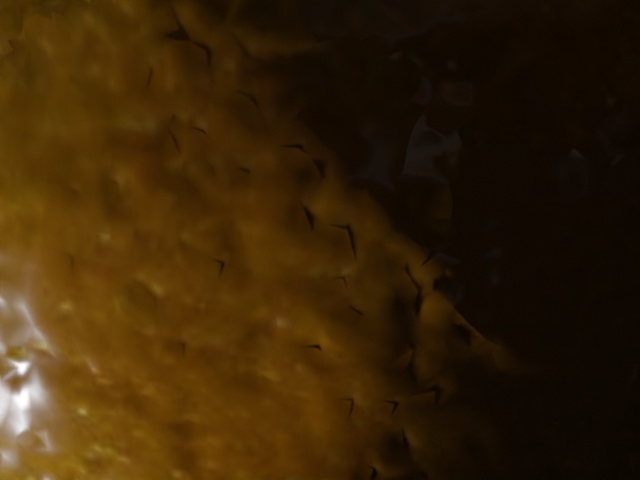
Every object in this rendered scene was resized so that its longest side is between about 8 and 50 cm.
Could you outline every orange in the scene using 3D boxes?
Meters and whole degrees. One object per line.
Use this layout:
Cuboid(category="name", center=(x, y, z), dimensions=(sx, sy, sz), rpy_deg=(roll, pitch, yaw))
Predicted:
Cuboid(category="orange", center=(0.000, 0.000, 0.632), dimensions=(0.322, 0.322, 0.357), rpy_deg=(-11, 113, -23))
